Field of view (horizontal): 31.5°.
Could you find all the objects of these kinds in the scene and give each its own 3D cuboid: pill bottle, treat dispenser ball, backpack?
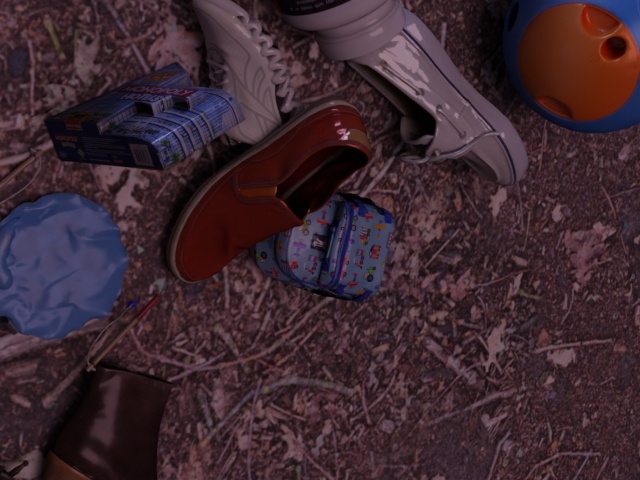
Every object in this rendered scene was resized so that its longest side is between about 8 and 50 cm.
[{"bbox_3d":[-0.005,-0.400,1.456,0.181,0.181,0.323,-41,123,-22],"label":"pill bottle"},{"bbox_3d":[0.426,-0.309,1.745,0.288,0.288,0.288,-11,109,-35],"label":"treat dispenser ball"},{"bbox_3d":[0.000,0.000,1.611,0.173,0.117,0.158,17,91,-37],"label":"backpack"}]

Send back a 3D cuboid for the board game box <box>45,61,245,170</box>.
[{"bbox_3d":[-0.199,-0.158,1.393,0.194,0.194,0.060,-40,125,-40],"label":"board game box"}]

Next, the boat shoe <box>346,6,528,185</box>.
[{"bbox_3d":[0.164,-0.170,1.680,0.367,0.136,0.156,45,74,-33],"label":"boat shoe"}]

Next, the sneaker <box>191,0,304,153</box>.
[{"bbox_3d":[-0.100,-0.196,1.487,0.118,0.110,0.292,-36,126,-10],"label":"sneaker"}]

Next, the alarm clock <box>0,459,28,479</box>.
[{"bbox_3d":[-0.441,0.353,1.400,0.129,0.064,0.192,24,90,-39],"label":"alarm clock"}]

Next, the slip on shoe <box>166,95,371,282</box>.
[{"bbox_3d":[-0.070,-0.053,1.492,0.331,0.101,0.123,-39,139,9],"label":"slip on shoe"}]

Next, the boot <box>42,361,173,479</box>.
[{"bbox_3d":[-0.238,0.288,1.517,0.248,0.090,0.207,27,87,-36],"label":"boot"}]

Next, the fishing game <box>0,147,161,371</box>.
[{"bbox_3d":[-0.331,0.033,1.412,0.189,0.041,0.264,-49,117,-19],"label":"fishing game"}]
